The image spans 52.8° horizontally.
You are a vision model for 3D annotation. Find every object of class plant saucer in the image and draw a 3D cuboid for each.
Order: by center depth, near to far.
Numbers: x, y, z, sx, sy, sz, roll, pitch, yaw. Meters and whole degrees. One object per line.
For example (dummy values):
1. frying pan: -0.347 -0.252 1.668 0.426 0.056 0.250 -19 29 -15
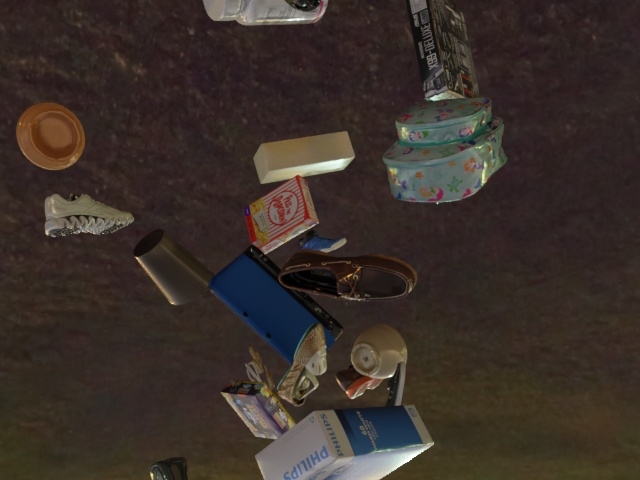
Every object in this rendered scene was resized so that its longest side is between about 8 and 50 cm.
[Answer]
1. plant saucer: -0.787 -0.309 1.900 0.037 0.199 0.200 -3 161 45

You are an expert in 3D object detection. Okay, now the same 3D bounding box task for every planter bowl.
1. planter bowl: 0.157 0.335 1.888 0.162 0.162 0.109 -27 171 37

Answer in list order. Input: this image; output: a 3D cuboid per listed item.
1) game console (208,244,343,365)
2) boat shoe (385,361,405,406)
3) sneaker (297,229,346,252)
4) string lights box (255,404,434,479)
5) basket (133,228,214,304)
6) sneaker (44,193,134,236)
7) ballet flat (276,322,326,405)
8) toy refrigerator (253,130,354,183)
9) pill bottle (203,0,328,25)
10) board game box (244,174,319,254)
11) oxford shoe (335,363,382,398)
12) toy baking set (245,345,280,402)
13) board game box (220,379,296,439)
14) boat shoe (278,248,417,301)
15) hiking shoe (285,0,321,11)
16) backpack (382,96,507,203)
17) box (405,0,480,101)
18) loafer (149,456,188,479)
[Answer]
1. game console: -0.113 0.172 1.482 0.293 0.173 0.250 43 156 2
2. boat shoe: 0.186 0.370 1.618 0.040 0.142 0.049 11 155 4
3. sneaker: 0.000 0.000 1.955 0.152 0.084 0.058 -24 176 27
4. string lights box: 0.044 0.317 0.975 0.133 0.076 0.260 -42 147 24
5. basket: -0.502 0.084 2.151 0.204 0.154 0.227 -14 128 32
6. sneaker: -0.661 -0.080 1.860 0.110 0.118 0.292 -21 171 29
7. ballet flat: -0.022 0.244 1.240 0.073 0.067 0.206 -27 149 -44
8. toy refrigerator: -0.049 -0.245 1.872 0.270 0.094 0.102 -12 167 -22
9. pill bottle: -0.135 -0.614 1.586 0.283 0.160 0.160 -14 161 -32
10. board game box: -0.108 -0.067 1.740 0.194 0.146 0.045 -31 146 21
11. oxford shoe: 0.149 0.433 2.127 0.271 0.098 0.096 -3 130 -57
12. toy baking set: -0.169 0.414 1.861 0.030 0.196 0.256 -27 -166 1
13. board game box: -0.154 0.431 1.635 0.141 0.048 0.170 -9 122 46
14. boat shoe: 0.038 0.060 0.973 0.207 0.073 0.073 3 113 23
15. hiking shoe: -0.053 -0.504 1.284 0.086 0.227 0.114 -34 113 17
16. backpack: 0.251 -0.183 1.331 0.225 0.253 0.191 4 126 35
17. box: 0.349 -0.531 1.810 0.077 0.307 0.242 -15 172 34
18. loafer: -0.298 0.611 1.419 0.084 0.267 0.096 -5 163 -46
